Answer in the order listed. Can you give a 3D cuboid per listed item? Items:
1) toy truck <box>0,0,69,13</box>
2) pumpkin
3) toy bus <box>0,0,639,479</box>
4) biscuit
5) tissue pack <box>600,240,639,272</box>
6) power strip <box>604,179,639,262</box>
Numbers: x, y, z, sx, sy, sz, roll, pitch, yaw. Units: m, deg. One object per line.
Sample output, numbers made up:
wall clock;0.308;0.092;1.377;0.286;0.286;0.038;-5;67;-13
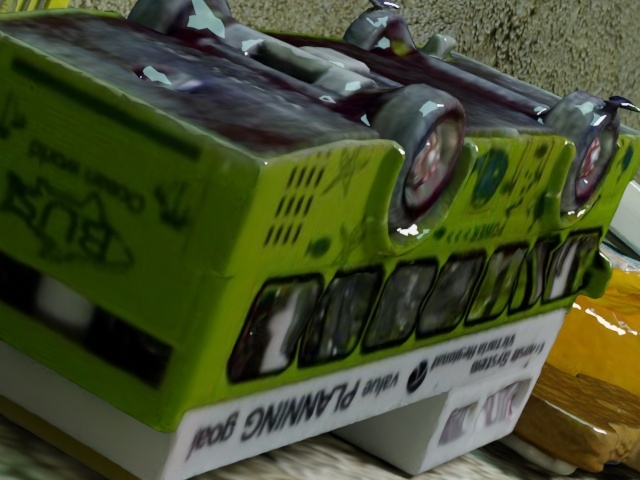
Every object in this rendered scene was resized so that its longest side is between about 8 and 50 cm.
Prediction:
toy truck;-0.270;-0.179;1.074;0.157;0.124;0.272;20;7;-42
pumpkin;0.211;0.059;1.043;0.290;0.095;0.258;22;9;13
toy bus;0.000;0.000;0.549;0.113;0.139;0.301;26;14;23
biscuit;0.112;0.078;0.772;0.138;0.031;0.205;29;7;33
tissue pack;0.200;0.039;1.277;0.058;0.074;0.094;27;7;-28
power strip;0.316;0.053;1.347;0.367;0.043;0.106;40;3;-8
